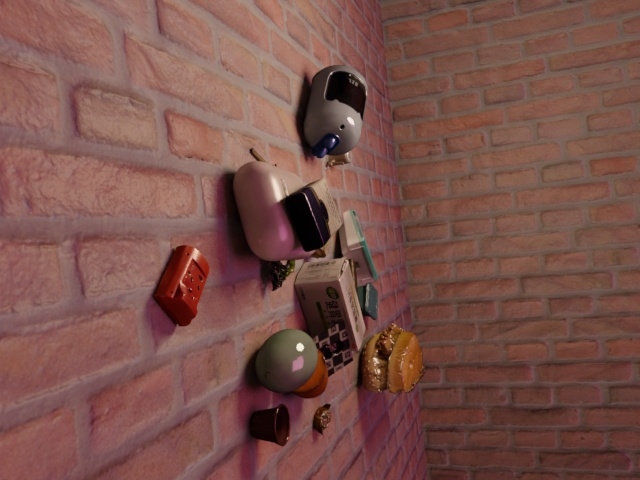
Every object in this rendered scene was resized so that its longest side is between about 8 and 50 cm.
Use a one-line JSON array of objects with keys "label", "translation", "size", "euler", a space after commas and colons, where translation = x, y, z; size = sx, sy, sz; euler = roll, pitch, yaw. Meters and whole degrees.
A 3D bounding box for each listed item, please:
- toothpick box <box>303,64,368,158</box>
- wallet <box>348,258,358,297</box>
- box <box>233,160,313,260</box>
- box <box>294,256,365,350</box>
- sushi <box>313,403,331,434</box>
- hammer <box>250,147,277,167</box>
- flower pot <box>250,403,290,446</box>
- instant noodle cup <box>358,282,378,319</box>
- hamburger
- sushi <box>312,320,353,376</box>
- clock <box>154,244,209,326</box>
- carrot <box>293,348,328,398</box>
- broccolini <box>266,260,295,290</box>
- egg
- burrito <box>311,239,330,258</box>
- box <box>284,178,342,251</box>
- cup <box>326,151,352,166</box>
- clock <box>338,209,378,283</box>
[{"label": "toothpick box", "translation": [0.050, -0.485, 2.167], "size": [0.263, 0.262, 0.355], "euler": [61, 30, -48]}, {"label": "wallet", "translation": [0.138, 0.184, 2.284], "size": [0.110, 0.031, 0.198], "euler": [76, 9, -53]}, {"label": "box", "translation": [-0.123, -0.081, 1.627], "size": [0.349, 0.141, 0.289], "euler": [4, 70, -71]}, {"label": "box", "translation": [0.040, 0.236, 1.990], "size": [0.145, 0.173, 0.333], "euler": [-64, 143, -58]}, {"label": "sushi", "translation": [0.009, 0.642, 1.971], "size": [0.120, 0.055, 0.052], "euler": [-44, 132, -64]}, {"label": "hammer", "translation": [-0.177, -0.248, 1.751], "size": [0.182, 0.017, 0.062], "euler": [45, 42, -60]}, {"label": "flower pot", "translation": [-0.144, 0.511, 1.518], "size": [0.111, 0.089, 0.112], "euler": [-7, 90, -71]}, {"label": "instant noodle cup", "translation": [0.225, 0.295, 2.657], "size": [0.179, 0.070, 0.157], "euler": [49, 41, -59]}, {"label": "hamburger", "translation": [0.333, 0.541, 2.593], "size": [0.445, 0.268, 0.287], "euler": [-7, 93, -66]}, {"label": "sushi", "translation": [0.002, 0.395, 1.929], "size": [0.215, 0.050, 0.192], "euler": [-26, 120, -25]}, {"label": "clock", "translation": [-0.301, 0.098, 1.238], "size": [0.155, 0.061, 0.113], "euler": [-80, 155, -42]}, {"label": "carrot", "translation": [-0.042, 0.439, 1.778], "size": [0.225, 0.158, 0.159], "euler": [70, 22, -60]}, {"label": "broccolini", "translation": [-0.128, 0.063, 1.770], "size": [0.271, 0.062, 0.123], "euler": [-54, 141, -72]}, {"label": "egg", "translation": [-0.097, 0.346, 1.579], "size": [0.231, 0.167, 0.168], "euler": [-33, 116, -63]}, {"label": "burrito", "translation": [0.000, 0.000, 2.094], "size": [0.226, 0.086, 0.061], "euler": [-69, 156, -59]}, {"label": "box", "translation": [-0.016, -0.080, 1.597], "size": [0.259, 0.071, 0.168], "euler": [-51, 121, -71]}, {"label": "cup", "translation": [0.078, -0.364, 2.382], "size": [0.102, 0.099, 0.074], "euler": [-35, 117, -68]}, {"label": "clock", "translation": [0.155, 0.034, 2.444], "size": [0.231, 0.116, 0.262], "euler": [-103, 173, -49]}]
